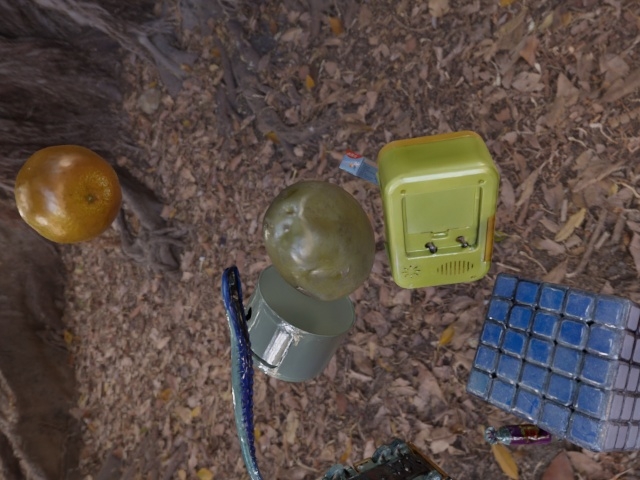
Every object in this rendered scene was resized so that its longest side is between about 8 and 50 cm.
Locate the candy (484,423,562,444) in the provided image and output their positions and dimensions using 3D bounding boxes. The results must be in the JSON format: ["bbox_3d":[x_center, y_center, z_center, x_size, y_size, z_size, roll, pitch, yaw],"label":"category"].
[{"bbox_3d":[0.424,0.398,0.967,0.045,0.175,0.043,-89,-5,-55],"label":"candy"}]

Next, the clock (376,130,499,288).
[{"bbox_3d":[0.154,-0.035,0.627,0.144,0.202,0.096,-9,42,4],"label":"clock"}]

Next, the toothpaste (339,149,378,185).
[{"bbox_3d":[0.109,-0.154,1.043,0.070,0.193,0.044,30,101,33],"label":"toothpaste"}]

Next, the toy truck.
[{"bbox_3d":[0.072,0.338,0.601,0.080,0.178,0.115,31,110,46],"label":"toy truck"}]

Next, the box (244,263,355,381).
[{"bbox_3d":[-0.056,0.176,1.030,0.226,0.226,0.149,54,127,41],"label":"box"}]

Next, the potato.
[{"bbox_3d":[0.000,0.000,0.748,0.160,0.235,0.177,-35,61,21],"label":"potato"}]

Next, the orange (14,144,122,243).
[{"bbox_3d":[-0.395,-0.072,0.737,0.134,0.155,0.154,8,86,28],"label":"orange"}]

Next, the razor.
[{"bbox_3d":[-0.078,0.175,0.540,0.093,0.056,0.324,91,160,-63],"label":"razor"}]

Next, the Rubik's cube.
[{"bbox_3d":[0.438,0.209,0.821,0.237,0.238,0.237,13,84,54],"label":"Rubik's cube"}]
